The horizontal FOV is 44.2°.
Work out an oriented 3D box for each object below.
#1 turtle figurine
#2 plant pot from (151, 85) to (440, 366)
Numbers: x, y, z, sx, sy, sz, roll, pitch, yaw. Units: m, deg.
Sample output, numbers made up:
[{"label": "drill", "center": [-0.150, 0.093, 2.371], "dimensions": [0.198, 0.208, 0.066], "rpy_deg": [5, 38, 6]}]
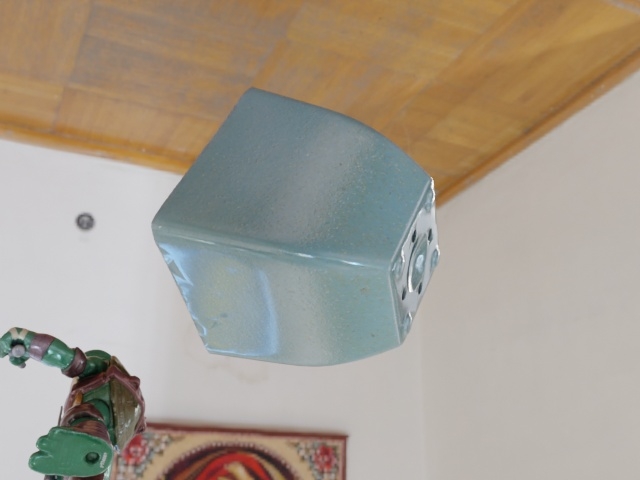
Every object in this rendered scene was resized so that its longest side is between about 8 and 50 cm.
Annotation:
[{"label": "turtle figurine", "center": [-0.205, 0.145, 0.659], "dimensions": [0.118, 0.175, 0.234], "rpy_deg": [-18, -157, -11]}, {"label": "plant pot", "center": [0.000, 0.000, 0.928], "dimensions": [0.252, 0.248, 0.247], "rpy_deg": [11, 142, 23]}]
